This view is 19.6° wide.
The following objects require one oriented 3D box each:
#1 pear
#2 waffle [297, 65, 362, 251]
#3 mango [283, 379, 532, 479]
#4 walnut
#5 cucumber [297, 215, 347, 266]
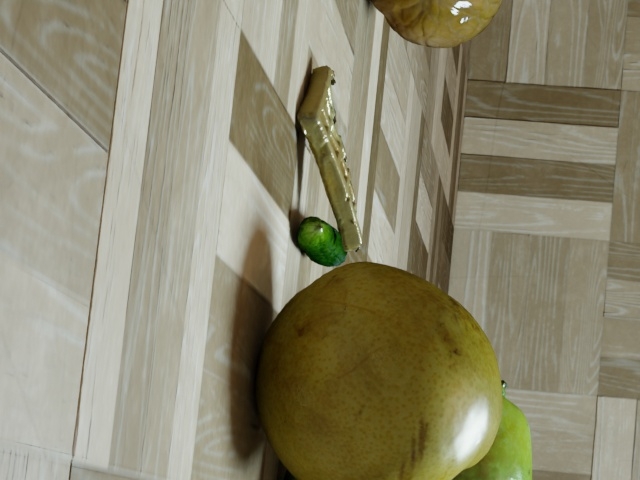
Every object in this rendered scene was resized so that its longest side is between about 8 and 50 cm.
[{"bbox_3d":[0.043,0.118,1.534,0.209,0.209,0.208,5,90,-82],"label":"pear"},{"bbox_3d":[0.016,-0.075,1.712,0.097,0.023,0.152,-71,146,-57],"label":"waffle"},{"bbox_3d":[0.055,0.287,1.693,0.382,0.225,0.201,-66,161,-7],"label":"mango"},{"bbox_3d":[0.133,-0.301,2.101,0.207,0.167,0.167,-46,141,-74],"label":"walnut"},{"bbox_3d":[0.000,0.000,1.733,0.168,0.039,0.039,47,48,-77],"label":"cucumber"}]
